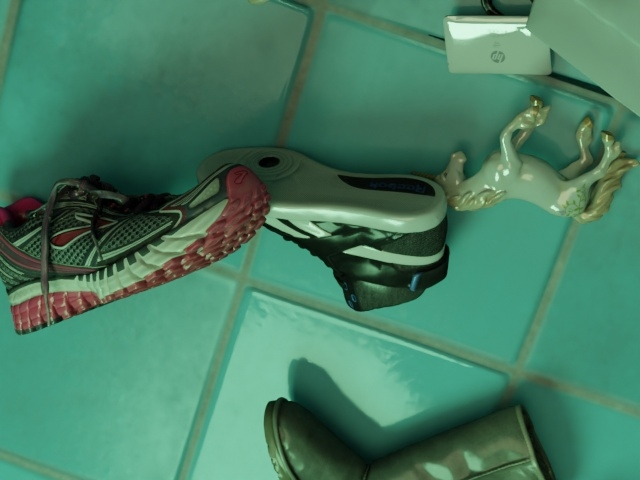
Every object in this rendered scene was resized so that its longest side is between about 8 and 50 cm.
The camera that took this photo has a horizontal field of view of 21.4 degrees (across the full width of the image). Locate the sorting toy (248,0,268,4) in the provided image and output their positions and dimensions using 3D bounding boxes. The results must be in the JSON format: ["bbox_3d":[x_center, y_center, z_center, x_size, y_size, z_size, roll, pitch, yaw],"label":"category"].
[{"bbox_3d":[-0.026,-0.291,1.239,0.038,0.193,0.208,12,110,-4],"label":"sorting toy"}]

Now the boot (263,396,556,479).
[{"bbox_3d":[0.078,0.184,1.442,0.209,0.076,0.189,-20,118,24],"label":"boot"}]

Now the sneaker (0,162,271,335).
[{"bbox_3d":[-0.168,-0.008,1.369,0.299,0.121,0.112,-19,92,39],"label":"sneaker"}]

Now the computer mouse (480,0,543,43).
[{"bbox_3d":[0.112,-0.240,1.316,0.242,0.041,0.071,42,125,-12],"label":"computer mouse"}]

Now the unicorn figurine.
[{"bbox_3d":[0.163,-0.058,1.350,0.162,0.060,0.111,26,111,2],"label":"unicorn figurine"}]

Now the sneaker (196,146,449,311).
[{"bbox_3d":[0.000,0.000,1.395,0.217,0.079,0.121,12,130,22],"label":"sneaker"}]

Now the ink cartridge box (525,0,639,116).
[{"bbox_3d":[0.319,-0.181,1.147,0.270,0.198,0.197,7,113,-24],"label":"ink cartridge box"}]

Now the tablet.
[{"bbox_3d":[0.140,-0.154,1.339,0.083,0.006,0.054,3,129,17],"label":"tablet"}]
